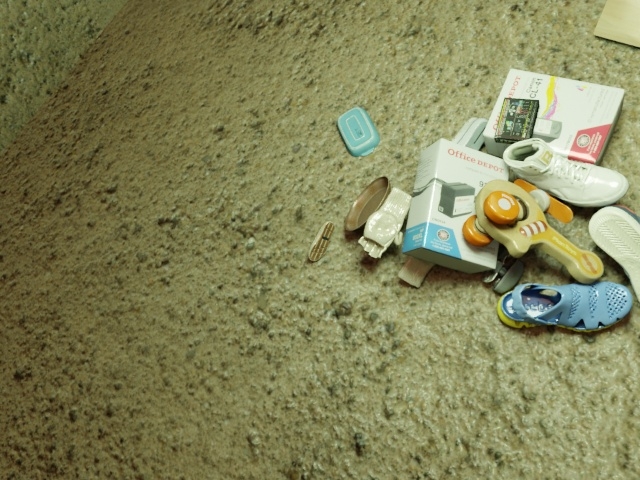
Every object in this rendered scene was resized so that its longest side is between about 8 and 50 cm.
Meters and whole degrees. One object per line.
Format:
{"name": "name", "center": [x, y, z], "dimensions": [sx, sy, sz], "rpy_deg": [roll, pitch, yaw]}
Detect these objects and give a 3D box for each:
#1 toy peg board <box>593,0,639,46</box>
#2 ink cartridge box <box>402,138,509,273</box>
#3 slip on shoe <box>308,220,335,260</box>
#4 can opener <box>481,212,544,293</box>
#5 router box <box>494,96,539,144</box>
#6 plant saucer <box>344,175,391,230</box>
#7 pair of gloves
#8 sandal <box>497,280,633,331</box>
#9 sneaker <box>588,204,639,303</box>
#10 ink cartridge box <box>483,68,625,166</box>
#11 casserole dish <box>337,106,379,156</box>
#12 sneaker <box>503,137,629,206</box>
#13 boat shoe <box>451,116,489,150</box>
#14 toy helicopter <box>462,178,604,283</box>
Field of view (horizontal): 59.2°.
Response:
{"name": "toy peg board", "center": [0.883, -0.635, 1.572], "dimensions": [0.161, 0.079, 0.161], "rpy_deg": [30, 122, 29]}
{"name": "ink cartridge box", "center": [0.369, -0.089, 1.524], "dimensions": [0.223, 0.129, 0.308], "rpy_deg": [16, 76, -14]}
{"name": "slip on shoe", "center": [0.000, 0.000, 1.764], "dimensions": [0.136, 0.051, 0.041], "rpy_deg": [-66, 22, 1]}
{"name": "can opener", "center": [0.538, 0.011, 1.524], "dimensions": [0.095, 0.076, 0.284], "rpy_deg": [36, 88, -3]}
{"name": "router box", "center": [0.523, -0.317, 1.501], "dimensions": [0.092, 0.038, 0.123], "rpy_deg": [13, 81, 27]}
{"name": "plant saucer", "center": [0.149, -0.103, 1.686], "dimensions": [0.199, 0.036, 0.199], "rpy_deg": [-47, 19, 22]}
{"name": "pair of gloves", "center": [0.242, -0.008, 1.588], "dimensions": [0.240, 0.042, 0.204], "rpy_deg": [38, 90, -7]}
{"name": "sandal", "center": [0.600, 0.159, 1.397], "dimensions": [0.317, 0.138, 0.126], "rpy_deg": [-9, 67, 19]}
{"name": "sneaker", "center": [0.801, 0.054, 1.362], "dimensions": [0.131, 0.148, 0.350], "rpy_deg": [-38, 82, 39]}
{"name": "ink cartridge box", "center": [0.635, -0.322, 1.550], "dimensions": [0.306, 0.131, 0.226], "rpy_deg": [21, 82, 26]}
{"name": "casserole dish", "center": [0.118, -0.360, 1.838], "dimensions": [0.114, 0.037, 0.189], "rpy_deg": [-28, 65, 13]}
{"name": "sneaker", "center": [0.601, -0.173, 1.416], "dimensions": [0.292, 0.169, 0.108], "rpy_deg": [19, 82, 47]}
{"name": "boat shoe", "center": [0.413, -0.262, 1.664], "dimensions": [0.226, 0.083, 0.076], "rpy_deg": [-51, 30, 4]}
{"name": "toy helicopter", "center": [0.549, -0.028, 1.406], "dimensions": [0.355, 0.140, 0.235], "rpy_deg": [37, 56, 7]}
